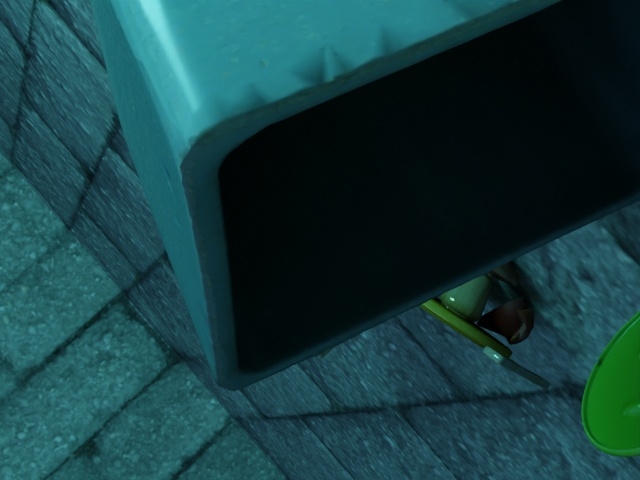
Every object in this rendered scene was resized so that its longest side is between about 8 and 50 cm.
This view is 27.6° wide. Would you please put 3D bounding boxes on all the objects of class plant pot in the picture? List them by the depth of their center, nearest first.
[{"bbox_3d":[0.014,-0.130,0.532,0.252,0.247,0.248,62,168,20],"label":"plant pot"}]

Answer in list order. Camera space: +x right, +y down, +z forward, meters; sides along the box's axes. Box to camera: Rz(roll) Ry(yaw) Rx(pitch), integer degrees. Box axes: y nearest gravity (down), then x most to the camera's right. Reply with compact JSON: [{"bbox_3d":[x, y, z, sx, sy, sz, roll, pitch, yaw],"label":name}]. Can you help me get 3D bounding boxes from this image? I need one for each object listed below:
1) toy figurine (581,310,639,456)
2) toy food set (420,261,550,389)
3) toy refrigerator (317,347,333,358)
[{"bbox_3d":[0.277,0.115,0.799,0.159,0.130,0.173,39,141,-17],"label":"toy figurine"},{"bbox_3d":[0.113,0.031,1.057,0.218,0.071,0.128,36,-177,40],"label":"toy food set"},{"bbox_3d":[0.000,0.000,1.188,0.094,0.102,0.269,41,161,22],"label":"toy refrigerator"}]
